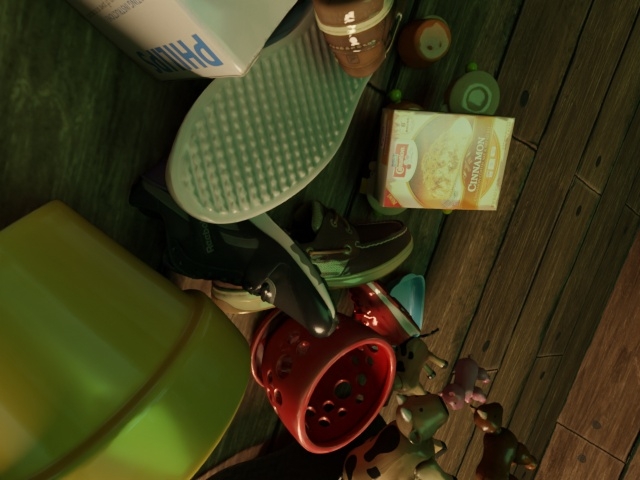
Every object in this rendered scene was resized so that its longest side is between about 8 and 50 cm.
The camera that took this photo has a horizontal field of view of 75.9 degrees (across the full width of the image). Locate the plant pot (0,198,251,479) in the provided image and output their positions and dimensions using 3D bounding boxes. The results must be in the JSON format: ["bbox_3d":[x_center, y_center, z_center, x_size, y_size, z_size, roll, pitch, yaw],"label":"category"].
[{"bbox_3d":[-0.236,0.104,0.391,0.254,0.254,0.239,-42,114,-19],"label":"plant pot"}]

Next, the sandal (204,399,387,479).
[{"bbox_3d":[-0.053,0.447,0.727,0.445,0.167,0.107,-15,140,-35],"label":"sandal"}]

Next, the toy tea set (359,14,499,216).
[{"bbox_3d":[0.183,-0.200,0.715,0.200,0.124,0.336,8,107,-11],"label":"toy tea set"}]

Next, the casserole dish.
[{"bbox_3d":[0.168,0.150,0.863,0.114,0.037,0.188,-18,117,-33],"label":"casserole dish"}]

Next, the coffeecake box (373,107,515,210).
[{"bbox_3d":[0.185,-0.125,0.637,0.185,0.068,0.142,1,109,-8],"label":"coffeecake box"}]

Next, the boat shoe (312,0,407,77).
[{"bbox_3d":[0.051,-0.271,0.419,0.095,0.095,0.258,61,42,-54],"label":"boat shoe"}]

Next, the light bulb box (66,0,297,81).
[{"bbox_3d":[-0.126,-0.377,0.292,0.361,0.225,0.358,40,80,-40],"label":"light bulb box"}]

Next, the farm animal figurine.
[{"bbox_3d":[0.151,0.313,0.684,0.172,0.330,0.327,40,89,-17],"label":"farm animal figurine"}]

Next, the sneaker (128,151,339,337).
[{"bbox_3d":[-0.104,0.019,0.472,0.124,0.283,0.107,-39,168,-15],"label":"sneaker"}]

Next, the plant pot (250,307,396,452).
[{"bbox_3d":[-0.005,0.198,0.647,0.191,0.174,0.191,-15,115,-35],"label":"plant pot"}]

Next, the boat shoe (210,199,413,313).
[{"bbox_3d":[0.000,0.000,0.614,0.342,0.123,0.123,-13,111,-25],"label":"boat shoe"}]

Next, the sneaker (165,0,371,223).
[{"bbox_3d":[-0.045,-0.156,0.473,0.135,0.150,0.366,47,62,-21],"label":"sneaker"}]

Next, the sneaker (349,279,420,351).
[{"bbox_3d":[0.078,0.136,0.753,0.128,0.087,0.221,-41,109,6],"label":"sneaker"}]
